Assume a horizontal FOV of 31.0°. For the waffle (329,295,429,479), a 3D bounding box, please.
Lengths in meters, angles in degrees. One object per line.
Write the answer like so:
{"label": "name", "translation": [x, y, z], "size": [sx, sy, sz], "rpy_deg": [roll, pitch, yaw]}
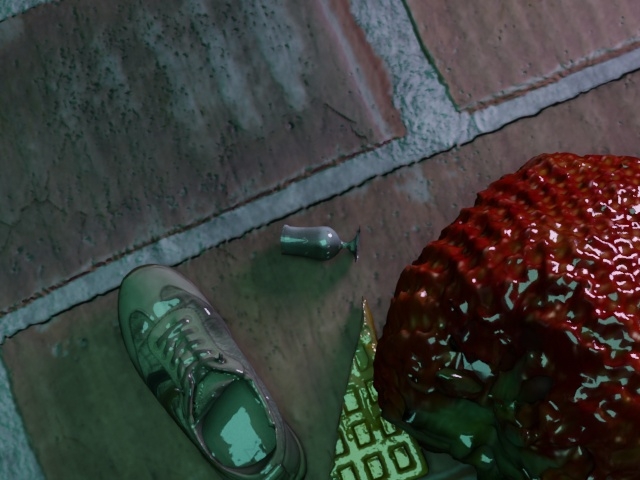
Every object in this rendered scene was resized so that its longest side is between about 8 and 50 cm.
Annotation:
{"label": "waffle", "translation": [0.024, 0.165, 1.159], "size": [0.125, 0.032, 0.191], "rpy_deg": [-23, 77, 1]}

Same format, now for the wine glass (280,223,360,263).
{"label": "wine glass", "translation": [0.000, 0.000, 1.183], "size": [0.083, 0.042, 0.039], "rpy_deg": [6, 51, 7]}

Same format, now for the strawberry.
{"label": "strawberry", "translation": [0.233, 0.069, 1.053], "size": [0.312, 0.267, 0.351], "rpy_deg": [11, 56, 33]}

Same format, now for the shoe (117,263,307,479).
{"label": "shoe", "translation": [-0.112, 0.137, 1.137], "size": [0.103, 0.098, 0.275], "rpy_deg": [-38, 78, -8]}
